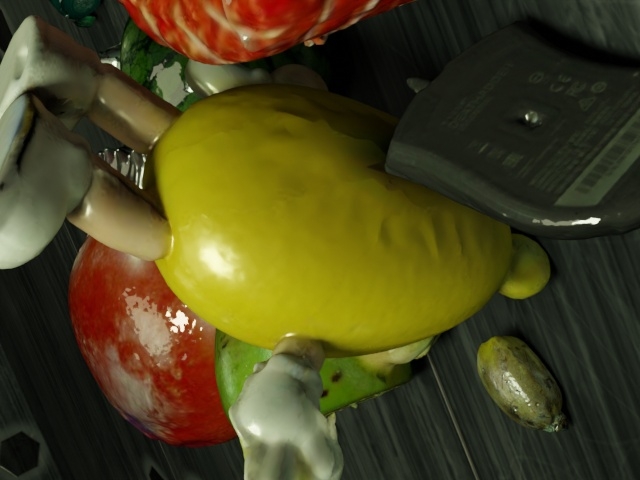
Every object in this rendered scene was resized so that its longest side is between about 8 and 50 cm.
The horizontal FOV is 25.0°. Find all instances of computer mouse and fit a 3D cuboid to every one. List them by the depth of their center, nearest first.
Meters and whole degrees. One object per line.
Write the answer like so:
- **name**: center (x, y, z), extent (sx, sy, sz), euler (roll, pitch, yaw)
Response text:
- **computer mouse**: center (0.151, -0.058, 0.952), extent (0.264, 0.147, 0.088), euler (33, 160, 45)

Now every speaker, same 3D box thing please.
- **speaker**: center (-0.295, -0.288, 1.700), extent (0.075, 0.060, 0.094), euler (49, 152, 33)

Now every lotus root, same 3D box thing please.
- **lotus root**: center (0.168, 0.123, 1.197), extent (0.099, 0.049, 0.054), euler (52, 152, 11)

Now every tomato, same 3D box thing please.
- **tomato**: center (-0.177, 0.114, 1.607), extent (0.289, 0.176, 0.335), euler (42, 155, -14)

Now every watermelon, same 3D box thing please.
- **watermelon**: center (-0.081, -0.157, 1.249), extent (0.188, 0.188, 0.215), euler (57, 162, 14)

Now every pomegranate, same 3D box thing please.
- **pomegranate**: center (-0.008, 0.089, 1.348), extent (0.241, 0.190, 0.159), euler (-30, 79, 67)

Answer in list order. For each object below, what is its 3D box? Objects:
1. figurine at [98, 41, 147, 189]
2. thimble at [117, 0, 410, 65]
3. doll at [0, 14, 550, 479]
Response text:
- **figurine**: center (-0.196, -0.098, 1.643), extent (0.138, 0.110, 0.245), euler (17, 122, 47)
- **thimble**: center (-0.044, -0.294, 0.991), extent (0.350, 0.230, 0.350), euler (43, 147, 38)
- **doll**: center (-0.057, -0.013, 1.025), extent (0.423, 0.348, 0.161), euler (40, 139, -2)
